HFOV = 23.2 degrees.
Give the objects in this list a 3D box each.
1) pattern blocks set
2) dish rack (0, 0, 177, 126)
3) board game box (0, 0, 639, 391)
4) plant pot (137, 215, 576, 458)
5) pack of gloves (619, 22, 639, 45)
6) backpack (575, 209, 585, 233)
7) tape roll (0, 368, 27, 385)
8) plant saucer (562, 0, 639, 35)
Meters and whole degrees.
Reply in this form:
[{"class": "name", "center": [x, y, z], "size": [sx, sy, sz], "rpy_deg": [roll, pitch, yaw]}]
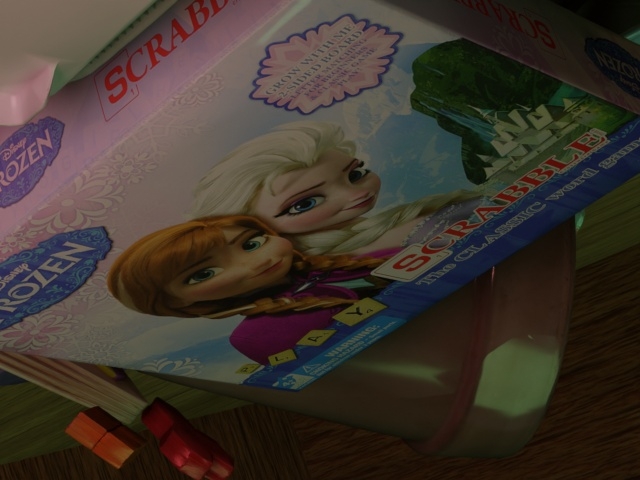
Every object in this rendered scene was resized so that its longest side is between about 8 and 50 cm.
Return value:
[{"class": "pattern blocks set", "center": [-0.202, 0.057, 1.086], "size": [0.026, 0.285, 0.325], "rpy_deg": [-49, 153, 4]}, {"class": "dish rack", "center": [-0.166, -0.103, 0.529], "size": [0.285, 0.072, 0.333], "rpy_deg": [1, 171, -25]}, {"class": "board game box", "center": [-0.016, -0.029, 0.831], "size": [0.318, 0.066, 0.318], "rpy_deg": [-36, 149, 31]}, {"class": "plant pot", "center": [0.000, 0.000, 1.158], "size": [0.280, 0.323, 0.323], "rpy_deg": [2, 165, -14]}, {"class": "pack of gloves", "center": [0.279, -0.126, 1.149], "size": [0.232, 0.046, 0.195], "rpy_deg": [-31, 159, 16]}, {"class": "backpack", "center": [0.235, -0.024, 1.882], "size": [0.115, 0.152, 0.182], "rpy_deg": [-21, 160, -26]}, {"class": "tape roll", "center": [-0.263, 0.083, 1.620], "size": [0.189, 0.080, 0.189], "rpy_deg": [-19, 171, -3]}, {"class": "plant saucer", "center": [0.311, -0.211, 1.168], "size": [0.278, 0.041, 0.278], "rpy_deg": [-13, 171, -2]}]
